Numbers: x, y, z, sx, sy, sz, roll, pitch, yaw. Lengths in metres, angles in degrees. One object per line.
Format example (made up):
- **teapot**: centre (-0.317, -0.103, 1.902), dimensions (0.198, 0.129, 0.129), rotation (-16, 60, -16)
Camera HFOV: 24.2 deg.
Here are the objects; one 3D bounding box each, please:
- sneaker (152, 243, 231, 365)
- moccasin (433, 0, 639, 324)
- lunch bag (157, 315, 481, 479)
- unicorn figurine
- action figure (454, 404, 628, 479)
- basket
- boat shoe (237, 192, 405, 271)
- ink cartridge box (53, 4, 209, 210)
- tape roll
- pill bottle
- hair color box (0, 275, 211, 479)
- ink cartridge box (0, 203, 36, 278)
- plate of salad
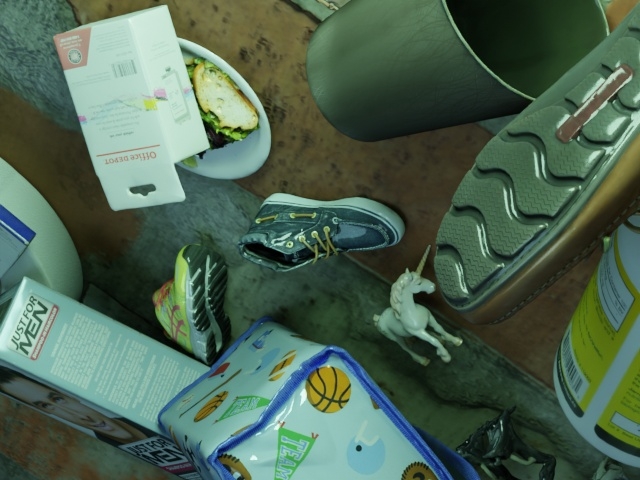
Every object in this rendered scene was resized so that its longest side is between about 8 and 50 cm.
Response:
- **sneaker**: centre (-0.171, 0.075, 1.857), dimensions (0.094, 0.081, 0.208), rotation (23, 143, 18)
- **moccasin**: centre (0.242, -0.078, 1.205), dimensions (0.147, 0.380, 0.139), rotation (33, -171, -41)
- **lunch bag**: centre (0.034, 0.292, 1.743), dimensions (0.385, 0.239, 0.328), rotation (50, 171, -11)
- **unicorn figurine**: centre (0.106, 0.089, 1.681), dimensions (0.111, 0.060, 0.162), rotation (41, 143, -11)
- **action figure**: centre (0.288, 0.314, 1.739), dimensions (0.276, 0.141, 0.164), rotation (48, 142, 6)
- **basket**: centre (0.105, -0.172, 1.320), dimensions (0.204, 0.154, 0.227), rotation (26, 156, -30)
- **boat shoe**: centre (0.000, 0.000, 1.641), dimensions (0.183, 0.083, 0.065), rotation (5, 135, 32)
- **ink cartridge box**: centre (-0.194, -0.138, 1.579), dimensions (0.115, 0.067, 0.198), rotation (-5, 106, 36)
- **tape roll**: centre (-0.501, -0.002, 2.023), dimensions (0.392, 0.072, 0.392), rotation (20, 142, 17)
- **pill bottle**: centre (0.342, 0.053, 1.359), dimensions (0.188, 0.188, 0.334), rotation (26, 143, 10)
- **hair color box**: centre (-0.261, 0.190, 1.928), dimensions (0.374, 0.113, 0.185), rotation (29, 157, -18)
- **ink cartridge box**: centre (-0.468, -0.003, 1.887), dimensions (0.165, 0.065, 0.332), rotation (41, 144, -10)
- **plate of salad**: centre (-0.146, -0.137, 1.627), dimensions (0.200, 0.048, 0.200), rotation (20, 142, 17)
